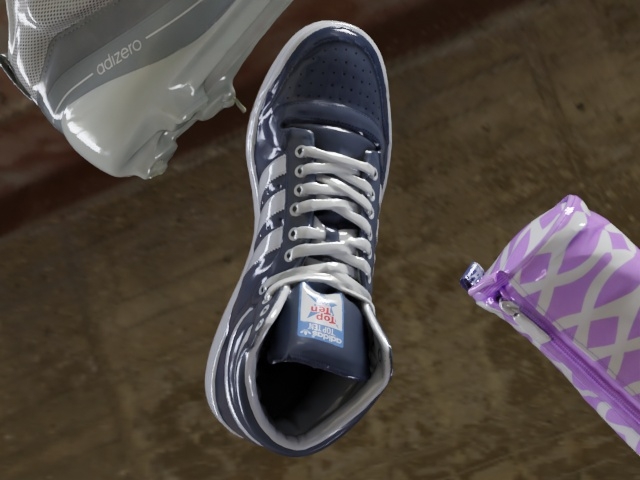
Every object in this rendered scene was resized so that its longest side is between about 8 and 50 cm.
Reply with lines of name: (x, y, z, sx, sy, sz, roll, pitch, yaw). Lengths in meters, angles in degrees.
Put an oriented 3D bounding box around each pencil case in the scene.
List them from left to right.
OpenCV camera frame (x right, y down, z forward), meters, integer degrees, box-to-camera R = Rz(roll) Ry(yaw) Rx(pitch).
pencil case: (0.175, 0.067, 0.836, 0.206, 0.088, 0.086, 42, -51, 1)

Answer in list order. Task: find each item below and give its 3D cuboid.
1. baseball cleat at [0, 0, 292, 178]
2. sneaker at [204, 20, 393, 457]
baseball cleat: (-0.036, -0.117, 0.506, 0.109, 0.072, 0.206, 44, -73, 5)
sneaker: (0.000, 0.000, 0.961, 0.099, 0.153, 0.282, 12, -88, -13)
